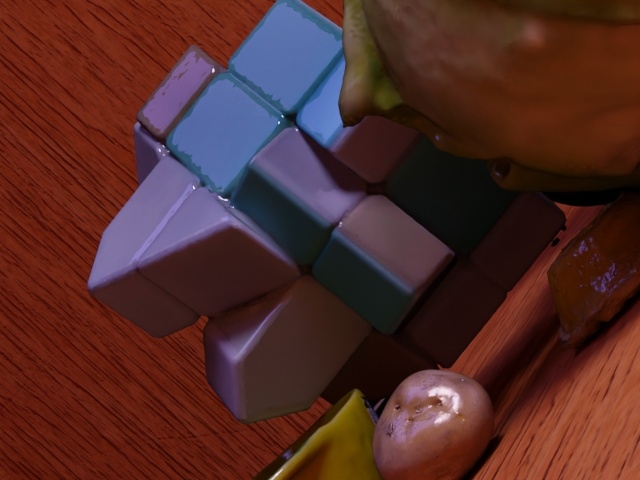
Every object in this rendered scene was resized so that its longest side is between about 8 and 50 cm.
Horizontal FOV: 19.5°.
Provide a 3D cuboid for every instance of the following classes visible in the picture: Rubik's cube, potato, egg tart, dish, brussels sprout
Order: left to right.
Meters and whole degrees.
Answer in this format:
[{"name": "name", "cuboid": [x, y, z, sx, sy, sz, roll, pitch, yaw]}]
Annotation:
[{"name": "dish", "cuboid": [-0.011, 0.157, 0.995, 0.149, 0.080, 0.207, -44, -1, 12]}, {"name": "Rubik's cube", "cuboid": [0.000, 0.000, 1.106, 0.213, 0.224, 0.265, -51, 38, 2]}, {"name": "potato", "cuboid": [0.059, 0.098, 0.951, 0.068, 0.062, 0.083, -34, -22, 8]}, {"name": "brussels sprout", "cuboid": [0.142, -0.141, 0.917, 0.294, 0.227, 0.259, 10, 31, 40]}, {"name": "egg tart", "cuboid": [0.147, 0.009, 0.943, 0.105, 0.039, 0.105, -46, -2, -2]}]

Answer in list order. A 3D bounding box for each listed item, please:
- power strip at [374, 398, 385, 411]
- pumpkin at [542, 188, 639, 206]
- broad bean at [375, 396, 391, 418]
[{"name": "power strip", "cuboid": [0.073, 0.127, 1.794, 0.075, 0.042, 0.175, -48, -1, 25]}, {"name": "pumpkin", "cuboid": [0.198, -0.164, 1.192, 0.300, 0.207, 0.300, -48, 0, 0]}, {"name": "broad bean", "cuboid": [0.019, 0.156, 1.132, 0.256, 0.052, 0.053, -50, -41, -42]}]
